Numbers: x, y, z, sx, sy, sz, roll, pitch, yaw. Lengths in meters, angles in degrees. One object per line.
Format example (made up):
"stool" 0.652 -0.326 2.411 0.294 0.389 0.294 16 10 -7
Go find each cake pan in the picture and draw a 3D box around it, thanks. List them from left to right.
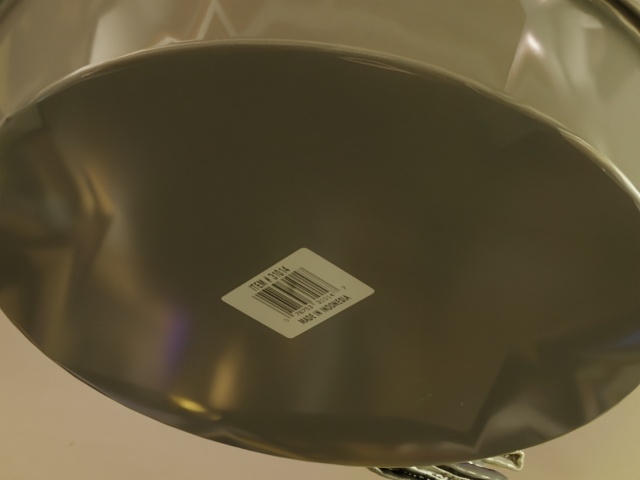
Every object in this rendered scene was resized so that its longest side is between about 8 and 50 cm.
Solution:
"cake pan" 0.000 0.000 0.499 0.293 0.293 0.054 12 53 -2

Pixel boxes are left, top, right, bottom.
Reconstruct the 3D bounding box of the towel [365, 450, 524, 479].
"towel" -0.018 0.100 1.032 0.312 0.324 0.056 28 90 -37
